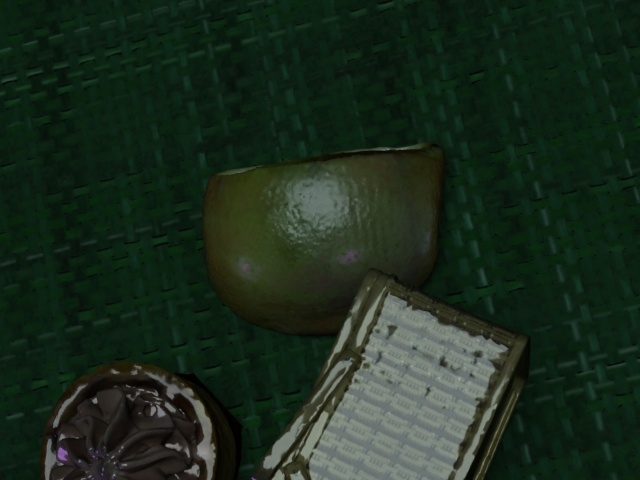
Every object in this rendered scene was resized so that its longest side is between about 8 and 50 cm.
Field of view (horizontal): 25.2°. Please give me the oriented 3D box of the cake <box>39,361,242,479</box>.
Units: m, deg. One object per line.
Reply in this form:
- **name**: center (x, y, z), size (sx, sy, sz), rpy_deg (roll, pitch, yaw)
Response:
- **cake**: center (-0.186, 0.207, 1.403), size (0.185, 0.178, 0.208), rpy_deg (14, 74, 14)

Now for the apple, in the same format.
- **apple**: center (0.000, 0.000, 1.465), size (0.264, 0.120, 0.193), rpy_deg (-6, 84, 10)

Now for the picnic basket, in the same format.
- **picnic basket**: center (0.055, 0.210, 1.332), size (0.175, 0.228, 0.313), rpy_deg (23, 78, 13)
